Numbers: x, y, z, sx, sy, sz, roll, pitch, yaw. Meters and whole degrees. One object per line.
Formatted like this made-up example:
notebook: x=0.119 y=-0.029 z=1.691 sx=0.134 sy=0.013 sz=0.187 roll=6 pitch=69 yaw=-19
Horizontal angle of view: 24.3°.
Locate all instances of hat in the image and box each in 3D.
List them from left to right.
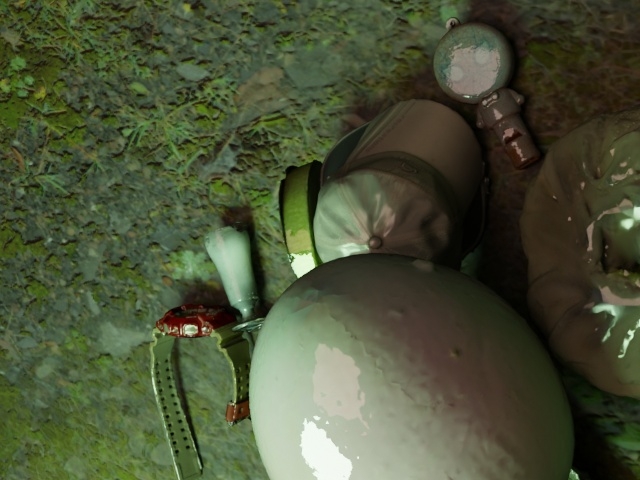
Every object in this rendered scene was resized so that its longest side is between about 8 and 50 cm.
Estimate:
hat: x=0.108 y=-0.054 z=1.883 sx=0.232 sy=0.161 sz=0.275 roll=29 pitch=70 yaw=0

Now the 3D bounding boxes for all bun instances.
bun: x=0.377 y=0.019 z=1.706 sx=0.359 sy=0.211 sz=0.360 roll=2 pitch=93 yaw=38

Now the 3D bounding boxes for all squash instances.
squash: x=0.005 y=-0.001 z=1.997 sx=0.041 sy=0.219 sz=0.219 roll=-13 pitch=85 yaw=17

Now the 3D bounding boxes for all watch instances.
watch: x=-0.173 y=0.228 z=2.229 sx=0.164 sy=0.102 sz=0.268 roll=-10 pitch=95 yaw=36

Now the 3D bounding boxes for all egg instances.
egg: x=0.074 y=0.171 z=1.682 sx=0.354 sy=0.340 sz=0.355 roll=-22 pitch=43 yaw=22

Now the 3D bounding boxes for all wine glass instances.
wine glass: x=-0.119 y=0.056 z=2.181 sx=0.072 sy=0.072 sz=0.155 roll=-24 pitch=78 yaw=36

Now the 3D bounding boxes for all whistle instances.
whistle: x=0.219 y=-0.192 z=1.916 sx=0.107 sy=0.057 sz=0.220 roll=-32 pitch=78 yaw=20

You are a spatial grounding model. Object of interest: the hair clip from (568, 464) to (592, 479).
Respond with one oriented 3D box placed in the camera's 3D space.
hair clip: x=0.334 y=0.367 z=1.840 sx=0.321 sy=0.091 sz=0.138 roll=37 pitch=91 yaw=23
